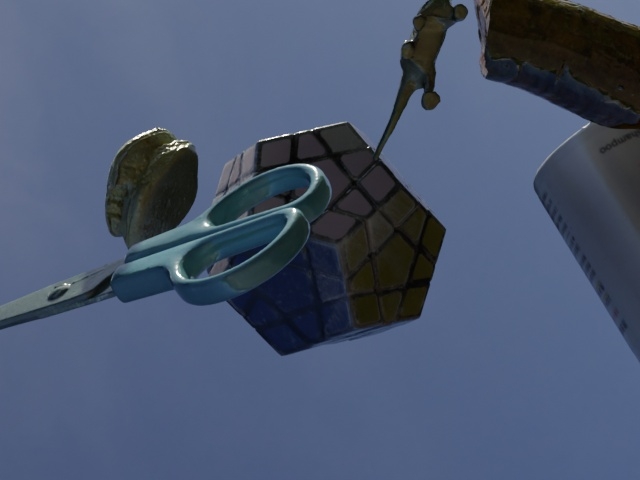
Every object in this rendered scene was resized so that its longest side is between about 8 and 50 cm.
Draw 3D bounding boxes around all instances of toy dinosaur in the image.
[{"bbox_3d":[0.055,-0.099,0.949,0.029,0.119,0.060,15,-158,-4],"label":"toy dinosaur"}]

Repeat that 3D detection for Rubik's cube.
[{"bbox_3d":[0.000,0.000,2.215,0.319,0.319,0.264,57,-150,-14],"label":"Rubik's cube"}]

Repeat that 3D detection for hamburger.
[{"bbox_3d":[-0.186,-0.056,1.900,0.062,0.140,0.133,31,-130,17],"label":"hamburger"}]

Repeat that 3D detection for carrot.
[{"bbox_3d":[0.188,-0.133,1.273,0.173,0.082,0.082,15,-125,-11],"label":"carrot"}]

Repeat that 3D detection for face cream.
[{"bbox_3d":[0.331,0.067,1.447,0.145,0.145,0.369,-1,-126,-52],"label":"face cream"}]

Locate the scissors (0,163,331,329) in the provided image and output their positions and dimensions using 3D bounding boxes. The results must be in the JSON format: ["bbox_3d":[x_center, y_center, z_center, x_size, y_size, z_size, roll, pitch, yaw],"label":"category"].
[{"bbox_3d":[-0.196,0.038,1.527,0.029,0.447,0.192,61,-153,-22],"label":"scissors"}]
